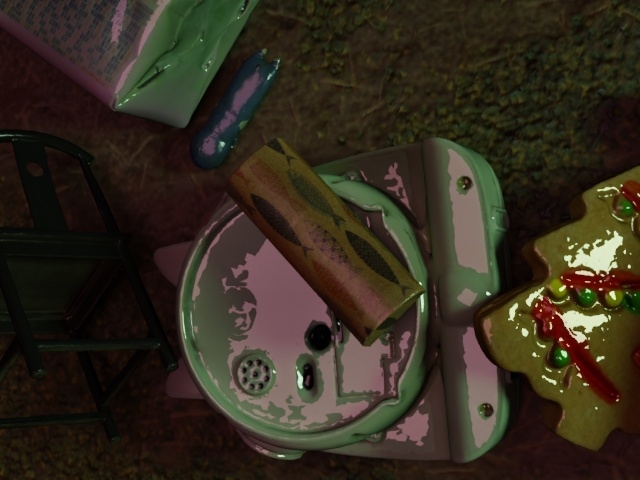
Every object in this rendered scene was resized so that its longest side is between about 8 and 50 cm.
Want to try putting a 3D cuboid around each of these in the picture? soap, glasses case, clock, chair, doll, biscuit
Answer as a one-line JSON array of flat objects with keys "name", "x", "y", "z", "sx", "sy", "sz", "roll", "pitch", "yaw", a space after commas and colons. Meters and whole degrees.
[{"name": "soap", "x": -0.175, "y": -0.228, "z": 0.977, "sx": 0.199, "sy": 0.138, "sz": 0.182, "roll": 36, "pitch": 99, "yaw": 16}, {"name": "glasses case", "x": 0.000, "y": 0.000, "z": 0.854, "sx": 0.064, "sy": 0.041, "sz": 0.170, "roll": -45, "pitch": 74, "yaw": 11}, {"name": "clock", "x": 0.001, "y": 0.061, "z": 0.929, "sx": 0.324, "sy": 0.108, "sz": 0.265, "roll": -7, "pitch": 87, "yaw": 19}, {"name": "chair", "x": -0.253, "y": 0.041, "z": 0.974, "sx": 0.141, "sy": 0.154, "sz": 0.260, "roll": -51, "pitch": 53, "yaw": 33}, {"name": "doll", "x": -0.079, "y": -0.120, "z": 1.004, "sx": 0.037, "sy": 0.027, "sz": 0.125, "roll": 37, "pitch": 97, "yaw": 15}, {"name": "biscuit", "x": 0.232, "y": 0.044, "z": 0.847, "sx": 0.212, "sy": 0.041, "sz": 0.238, "roll": 23, "pitch": 81, "yaw": -13}]

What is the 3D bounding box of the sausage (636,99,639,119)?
[{"name": "sausage", "x": 0.321, "y": -0.051, "z": 0.859, "sx": 0.186, "sy": 0.043, "sz": 0.043, "roll": 46, "pitch": 102, "yaw": 13}]
